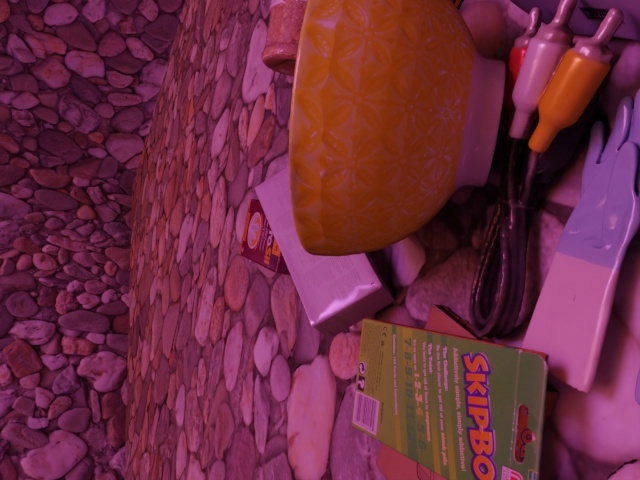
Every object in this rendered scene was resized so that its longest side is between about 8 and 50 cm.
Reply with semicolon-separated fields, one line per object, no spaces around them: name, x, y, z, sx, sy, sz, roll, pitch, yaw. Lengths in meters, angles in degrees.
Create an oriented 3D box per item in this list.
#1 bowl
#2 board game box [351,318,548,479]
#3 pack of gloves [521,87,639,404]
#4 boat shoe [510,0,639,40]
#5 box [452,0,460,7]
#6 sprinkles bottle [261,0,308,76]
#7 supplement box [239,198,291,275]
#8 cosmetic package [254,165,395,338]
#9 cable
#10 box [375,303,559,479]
bowl;0.085;-0.117;0.518;0.289;0.156;0.289;9;-90;-78
board game box;0.111;0.149;0.515;0.259;0.039;0.124;176;102;-66
pack of gloves;0.239;0.006;0.369;0.195;0.046;0.231;-142;65;-75
boat shoe;0.223;-0.212;0.424;0.076;0.080;0.228;-51;30;11
box;0.139;-0.442;0.660;0.321;0.080;0.257;-64;30;30
sprinkles bottle;-0.015;-0.463;0.922;0.121;0.121;0.354;9;90;64
supplement box;-0.062;-0.006;0.907;0.188;0.081;0.103;17;97;63
cosmetic package;0.000;0.000;0.720;0.099;0.060;0.238;-32;54;11
cable;0.165;-0.060;0.483;0.139;0.072;0.287;-115;40;-65
box;0.129;0.187;0.531;0.164;0.021;0.201;41;117;60
